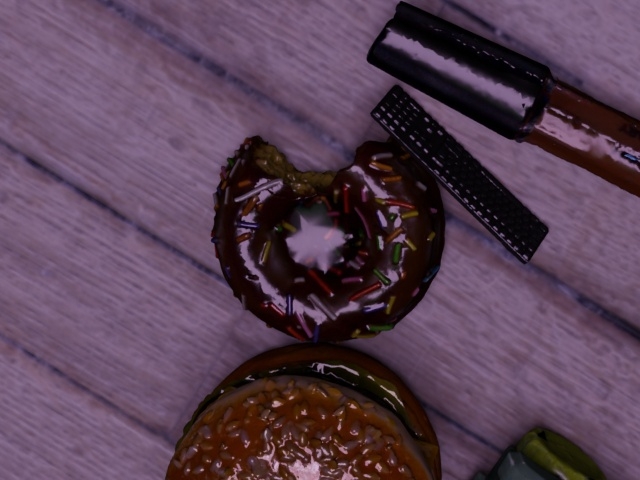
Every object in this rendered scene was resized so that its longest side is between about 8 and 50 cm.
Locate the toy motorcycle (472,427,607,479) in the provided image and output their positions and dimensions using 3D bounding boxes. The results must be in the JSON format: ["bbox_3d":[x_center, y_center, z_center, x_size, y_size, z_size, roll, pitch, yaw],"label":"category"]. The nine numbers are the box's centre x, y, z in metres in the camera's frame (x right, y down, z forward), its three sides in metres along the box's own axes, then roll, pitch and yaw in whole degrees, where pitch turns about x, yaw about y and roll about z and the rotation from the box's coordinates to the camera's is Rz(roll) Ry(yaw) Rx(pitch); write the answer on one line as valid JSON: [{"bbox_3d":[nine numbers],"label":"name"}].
[{"bbox_3d":[0.269,0.346,1.687,0.326,0.200,0.191,33,104,1],"label":"toy motorcycle"}]

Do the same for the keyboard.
[{"bbox_3d":[0.132,-0.063,1.683,0.204,0.061,0.013,44,131,-4],"label":"keyboard"}]

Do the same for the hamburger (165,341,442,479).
[{"bbox_3d":[-0.017,0.242,1.688,0.291,0.225,0.291,2,106,8],"label":"hamburger"}]

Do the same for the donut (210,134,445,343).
[{"bbox_3d":[0.001,0.000,1.695,0.230,0.096,0.216,10,104,5],"label":"donut"}]

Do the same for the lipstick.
[{"bbox_3d":[0.242,-0.103,1.652,0.418,0.077,0.077,26,105,0],"label":"lipstick"}]
